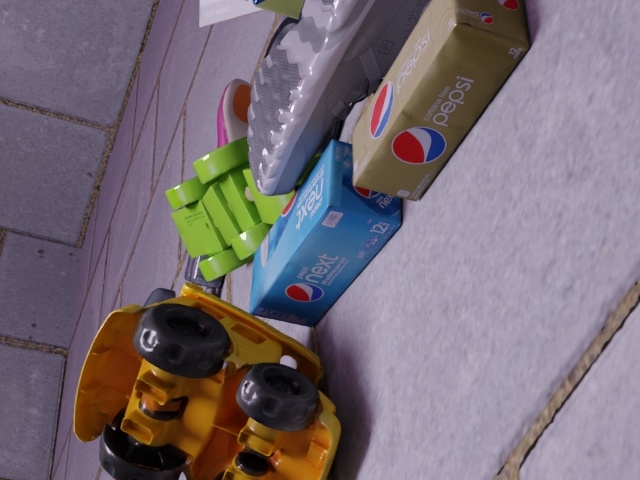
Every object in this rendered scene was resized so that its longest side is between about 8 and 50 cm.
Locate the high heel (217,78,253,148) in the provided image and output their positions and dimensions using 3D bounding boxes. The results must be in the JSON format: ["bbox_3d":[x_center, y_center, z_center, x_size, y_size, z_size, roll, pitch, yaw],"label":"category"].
[{"bbox_3d":[-0.108,-0.088,1.393,0.117,0.082,0.244,-47,45,41],"label":"high heel"}]

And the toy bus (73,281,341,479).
[{"bbox_3d":[-0.070,0.135,0.969,0.211,0.220,0.150,-32,-34,-65],"label":"toy bus"}]

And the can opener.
[{"bbox_3d":[-0.180,0.034,1.499,0.076,0.095,0.284,-177,100,-72],"label":"can opener"}]

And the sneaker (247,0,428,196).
[{"bbox_3d":[0.025,-0.142,0.939,0.281,0.115,0.105,-58,33,33],"label":"sneaker"}]

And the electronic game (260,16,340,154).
[{"bbox_3d":[-0.024,-0.152,1.219,0.229,0.048,0.229,-172,90,-68],"label":"electronic game"}]

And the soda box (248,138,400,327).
[{"bbox_3d":[0.000,0.000,0.989,0.210,0.067,0.071,128,150,-53],"label":"soda box"}]

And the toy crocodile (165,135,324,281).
[{"bbox_3d":[-0.084,-0.037,1.182,0.115,0.105,0.340,64,156,0],"label":"toy crocodile"}]

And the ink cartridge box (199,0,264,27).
[{"bbox_3d":[-0.062,-0.404,1.343,0.296,0.066,0.261,7,98,59],"label":"ink cartridge box"}]

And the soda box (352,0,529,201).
[{"bbox_3d":[0.084,-0.110,0.819,0.181,0.058,0.061,122,156,-48],"label":"soda box"}]

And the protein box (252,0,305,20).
[{"bbox_3d":[0.016,-0.331,1.077,0.201,0.135,0.200,-108,35,-60],"label":"protein box"}]
